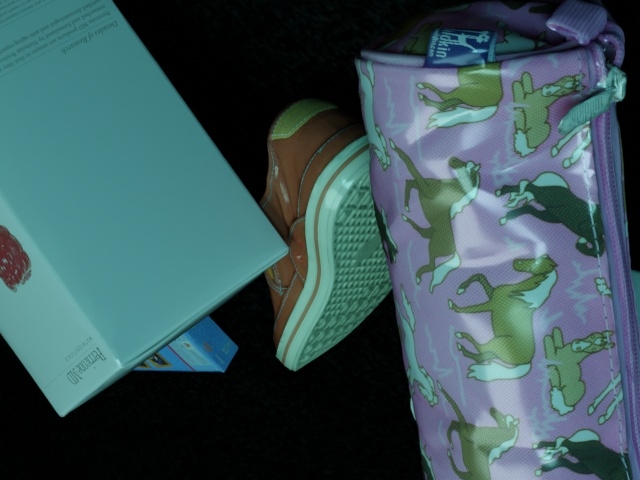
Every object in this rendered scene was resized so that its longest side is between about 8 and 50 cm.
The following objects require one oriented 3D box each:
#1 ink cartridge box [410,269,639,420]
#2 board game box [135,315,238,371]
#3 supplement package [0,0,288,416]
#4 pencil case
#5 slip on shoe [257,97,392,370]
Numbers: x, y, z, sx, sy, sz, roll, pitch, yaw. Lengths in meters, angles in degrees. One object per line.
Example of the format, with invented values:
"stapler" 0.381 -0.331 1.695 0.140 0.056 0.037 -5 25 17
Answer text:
"ink cartridge box" 0.293 0.174 1.163 0.384 0.160 0.279 14 146 27
"board game box" -0.209 0.077 1.608 0.211 0.039 0.160 -5 135 46
"supplement package" -0.199 -0.042 1.185 0.293 0.175 0.177 54 149 1
"pencil case" 0.127 0.042 0.958 0.167 0.160 0.386 -124 24 -73
"slip on shoe" 0.000 0.000 1.235 0.101 0.123 0.331 45 156 22
